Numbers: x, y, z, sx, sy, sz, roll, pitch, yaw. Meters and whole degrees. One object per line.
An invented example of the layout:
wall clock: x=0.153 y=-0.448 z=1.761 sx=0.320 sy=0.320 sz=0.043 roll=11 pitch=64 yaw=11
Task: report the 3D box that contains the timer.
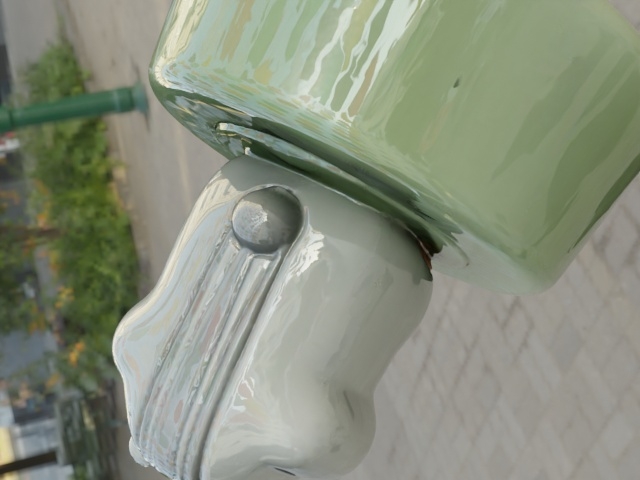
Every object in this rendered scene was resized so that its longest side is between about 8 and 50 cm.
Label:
timer: x=0.000 y=0.000 z=0.667 sx=0.315 sy=0.290 sz=0.291 roll=-62 pitch=18 yaw=-5
